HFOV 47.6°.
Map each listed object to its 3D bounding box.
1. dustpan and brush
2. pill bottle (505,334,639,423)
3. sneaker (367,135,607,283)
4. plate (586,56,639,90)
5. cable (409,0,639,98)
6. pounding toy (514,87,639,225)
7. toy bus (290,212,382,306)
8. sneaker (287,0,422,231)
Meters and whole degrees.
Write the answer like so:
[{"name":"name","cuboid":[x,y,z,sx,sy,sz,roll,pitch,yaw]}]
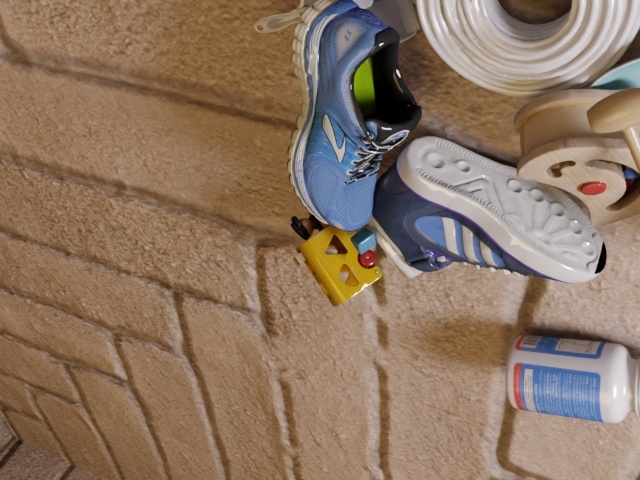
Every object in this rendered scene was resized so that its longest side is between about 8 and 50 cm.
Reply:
[{"name":"dustpan and brush","cuboid":[0.007,-0.307,0.949,0.211,0.060,0.147,-1,128,34]},{"name":"pill bottle","cuboid":[0.415,0.219,1.140,0.221,0.124,0.124,3,130,33]},{"name":"sneaker","cuboid":[0.220,-0.003,1.068,0.322,0.130,0.236,29,147,1]},{"name":"plate","cuboid":[0.392,-0.165,0.817,0.188,0.024,0.188,6,158,2]},{"name":"cable","cuboid":[0.232,-0.282,0.803,0.257,0.089,0.257,37,139,-3]},{"name":"pounding toy","cuboid":[0.310,-0.074,0.829,0.154,0.155,0.269,-9,154,27]},{"name":"toy bus","cuboid":[0.007,0.009,1.166,0.202,0.104,0.191,45,165,46]},{"name":"sneaker","cuboid":[0.045,-0.137,0.936,0.147,0.129,0.330,33,143,34]}]
